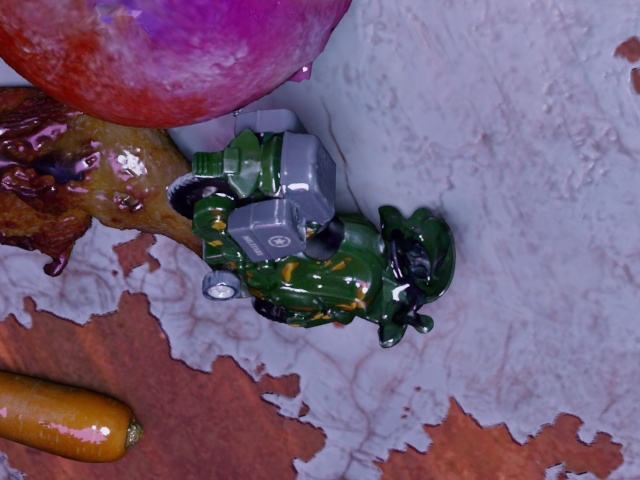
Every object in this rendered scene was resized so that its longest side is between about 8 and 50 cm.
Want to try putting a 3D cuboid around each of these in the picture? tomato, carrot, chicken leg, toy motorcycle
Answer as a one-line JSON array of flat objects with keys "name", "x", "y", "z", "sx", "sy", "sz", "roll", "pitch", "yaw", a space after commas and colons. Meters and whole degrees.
[{"name": "tomato", "x": -0.154, "y": -0.202, "z": 1.185, "sx": 0.335, "sy": 0.176, "sz": 0.290, "roll": 45, "pitch": 121, "yaw": -9}, {"name": "carrot", "x": -0.269, "y": 0.153, "z": 1.498, "sx": 0.225, "sy": 0.067, "sz": 0.067, "roll": 15, "pitch": 117, "yaw": 11}, {"name": "chicken leg", "x": -0.196, "y": -0.041, "z": 1.385, "sx": 0.322, "sy": 0.083, "sz": 0.177, "roll": 2, "pitch": 124, "yaw": 17}, {"name": "toy motorcycle", "x": 0.000, "y": 0.000, "z": 1.270, "sx": 0.187, "sy": 0.124, "sz": 0.274, "roll": -10, "pitch": 151, "yaw": 17}]
